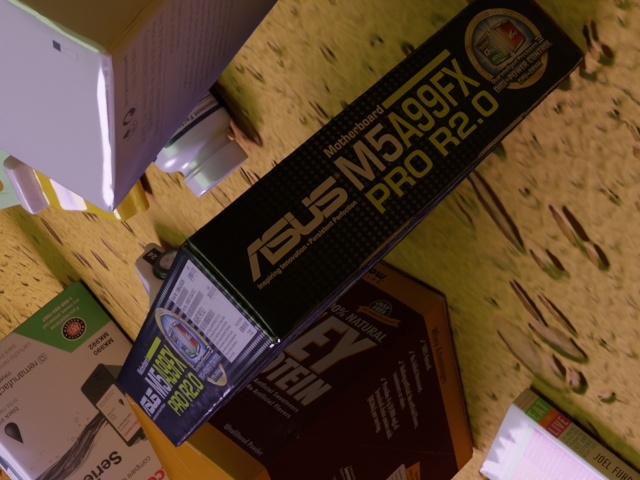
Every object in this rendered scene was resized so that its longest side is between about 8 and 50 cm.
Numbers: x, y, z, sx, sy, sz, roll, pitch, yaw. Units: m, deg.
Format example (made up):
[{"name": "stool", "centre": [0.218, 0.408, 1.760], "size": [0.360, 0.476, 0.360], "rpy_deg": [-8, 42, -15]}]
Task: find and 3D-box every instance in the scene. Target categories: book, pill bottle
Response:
[{"name": "book", "centre": [0.184, 0.174, 0.793], "size": [0.144, 0.035, 0.096], "rpy_deg": [39, 150, 21]}, {"name": "pill bottle", "centre": [-0.109, -0.093, 0.853], "size": [0.120, 0.067, 0.067], "rpy_deg": [51, 155, -4]}]

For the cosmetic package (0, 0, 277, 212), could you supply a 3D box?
[{"name": "cosmetic package", "centre": [-0.124, -0.175, 0.520], "size": [0.224, 0.224, 0.138], "rpy_deg": [31, 155, 6]}]

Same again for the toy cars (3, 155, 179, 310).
[{"name": "toy cars", "centre": [-0.188, 0.007, 1.102], "size": [0.393, 0.087, 0.176], "rpy_deg": [50, 156, -1]}]

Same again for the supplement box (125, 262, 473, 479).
[{"name": "supplement box", "centre": [-0.006, 0.137, 0.856], "size": [0.129, 0.194, 0.191], "rpy_deg": [29, 149, 38]}]

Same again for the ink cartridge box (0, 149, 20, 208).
[{"name": "ink cartridge box", "centre": [-0.445, -0.116, 1.311], "size": [0.171, 0.056, 0.235], "rpy_deg": [-12, 118, 29]}]

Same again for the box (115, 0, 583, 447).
[{"name": "box", "centre": [0.000, 0.000, 0.627], "size": [0.060, 0.216, 0.270], "rpy_deg": [46, 156, 3]}]

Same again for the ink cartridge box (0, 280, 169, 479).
[{"name": "ink cartridge box", "centre": [-0.305, 0.230, 1.473], "size": [0.289, 0.211, 0.121], "rpy_deg": [51, 154, -6]}]
